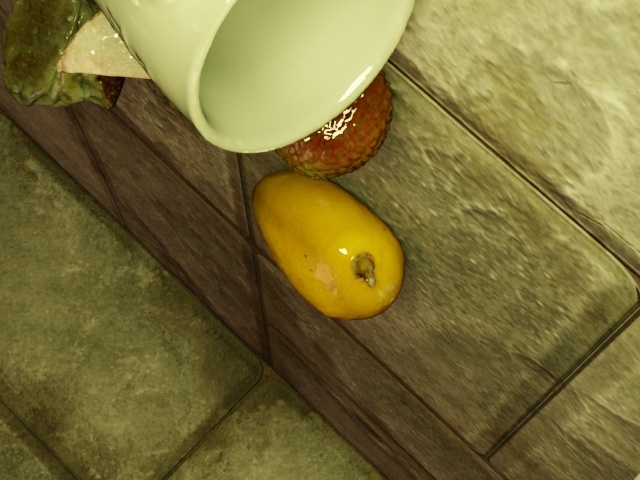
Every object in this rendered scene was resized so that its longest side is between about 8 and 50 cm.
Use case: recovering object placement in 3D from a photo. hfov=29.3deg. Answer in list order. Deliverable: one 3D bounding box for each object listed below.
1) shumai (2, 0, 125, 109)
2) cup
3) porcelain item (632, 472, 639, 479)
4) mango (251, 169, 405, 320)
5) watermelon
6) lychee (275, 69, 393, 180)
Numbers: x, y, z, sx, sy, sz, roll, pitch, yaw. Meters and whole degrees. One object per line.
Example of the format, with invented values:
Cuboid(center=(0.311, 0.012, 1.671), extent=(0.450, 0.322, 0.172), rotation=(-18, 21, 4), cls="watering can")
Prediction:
Cuboid(center=(-0.323, -0.261, 1.631), extent=(0.184, 0.184, 0.142), rotation=(35, -167, 38), cls="shumai")
Cuboid(center=(-0.095, -0.203, 0.808), extent=(0.234, 0.186, 0.258), rotation=(45, -161, 25), cls="cup")
Cuboid(center=(0.384, 0.300, 0.843), extent=(0.405, 0.243, 0.178), rotation=(44, -169, 26), cls="porcelain item")
Cuboid(center=(0.000, 0.000, 1.392), extent=(0.176, 0.119, 0.317), rotation=(50, 175, -31), cls="mango")
Cuboid(center=(-0.133, -0.201, 1.111), extent=(0.202, 0.136, 0.207), rotation=(7, 174, -21), cls="watermelon")
Cuboid(center=(0.006, -0.106, 1.025), extent=(0.114, 0.114, 0.146), rotation=(41, 177, 19), cls="lychee")
